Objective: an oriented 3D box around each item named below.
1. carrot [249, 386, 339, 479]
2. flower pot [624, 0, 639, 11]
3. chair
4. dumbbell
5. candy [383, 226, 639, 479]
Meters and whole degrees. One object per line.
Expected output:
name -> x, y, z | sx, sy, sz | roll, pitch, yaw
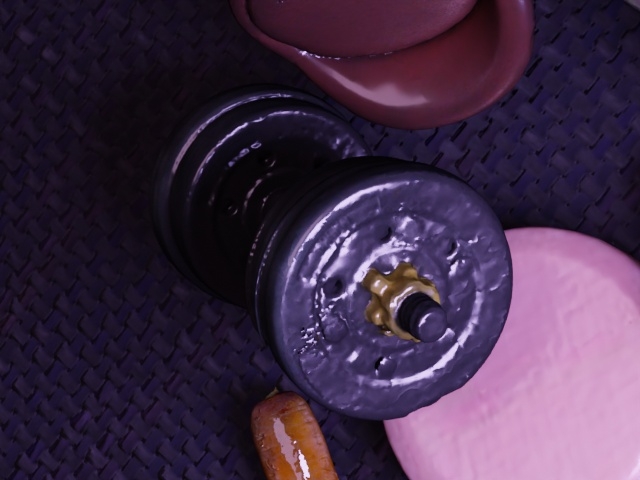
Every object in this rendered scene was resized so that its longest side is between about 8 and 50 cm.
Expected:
carrot -> 0.000, 0.235, 1.483 | 0.059, 0.059, 0.248 | -21, 81, 15
flower pot -> 0.270, -0.270, 1.331 | 0.213, 0.302, 0.302 | -38, 74, 13
chair -> 0.025, -0.297, 1.400 | 0.227, 0.226, 0.401 | -17, 66, 16
dumbbell -> 0.000, 0.000, 1.371 | 0.185, 0.185, 0.388 | -59, 28, 4
candy -> 0.170, 0.118, 1.417 | 0.255, 0.094, 0.255 | -2, 83, 18
